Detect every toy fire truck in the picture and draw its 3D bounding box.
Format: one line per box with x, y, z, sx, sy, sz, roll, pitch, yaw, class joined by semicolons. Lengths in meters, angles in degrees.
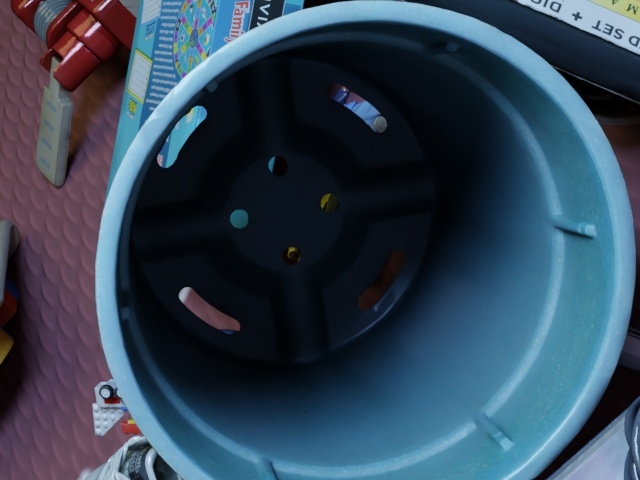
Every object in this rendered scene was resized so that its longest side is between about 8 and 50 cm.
-0.265;-0.209;2.068;0.246;0.158;0.217;-46;34;-1;toy fire truck

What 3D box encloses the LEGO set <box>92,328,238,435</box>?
-0.071;0.129;1.536;0.244;0.182;0.060;25;125;61;LEGO set

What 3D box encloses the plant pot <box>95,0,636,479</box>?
0.000;0.000;1.342;0.341;0.341;0.334;-57;14;1;plant pot

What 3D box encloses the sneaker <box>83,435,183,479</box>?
-0.141;0.197;1.592;0.235;0.095;0.090;-16;53;48;sneaker

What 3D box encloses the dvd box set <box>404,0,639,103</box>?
0.232;-0.300;1.314;0.062;0.308;0.420;108;-173;-68;dvd box set

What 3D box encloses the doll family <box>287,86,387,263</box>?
0.013;-0.045;1.618;0.111;0.076;0.193;-8;52;55;doll family

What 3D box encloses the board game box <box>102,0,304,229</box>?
-0.100;-0.162;1.709;0.254;0.079;0.336;-160;79;-69;board game box

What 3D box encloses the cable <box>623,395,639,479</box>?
0.256;0.117;1.077;0.184;0.047;0.150;-30;70;13;cable

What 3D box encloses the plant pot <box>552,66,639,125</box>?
0.194;-0.184;1.425;0.167;0.167;0.165;-55;25;3;plant pot

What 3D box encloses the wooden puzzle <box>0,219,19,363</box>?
-0.410;0.144;1.925;0.322;0.080;0.348;-45;11;6;wooden puzzle

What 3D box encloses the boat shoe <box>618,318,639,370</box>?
0.187;0.054;1.325;0.142;0.049;0.040;19;79;59;boat shoe

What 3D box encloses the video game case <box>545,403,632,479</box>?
0.180;0.229;1.140;0.274;0.026;0.196;-44;60;18;video game case
